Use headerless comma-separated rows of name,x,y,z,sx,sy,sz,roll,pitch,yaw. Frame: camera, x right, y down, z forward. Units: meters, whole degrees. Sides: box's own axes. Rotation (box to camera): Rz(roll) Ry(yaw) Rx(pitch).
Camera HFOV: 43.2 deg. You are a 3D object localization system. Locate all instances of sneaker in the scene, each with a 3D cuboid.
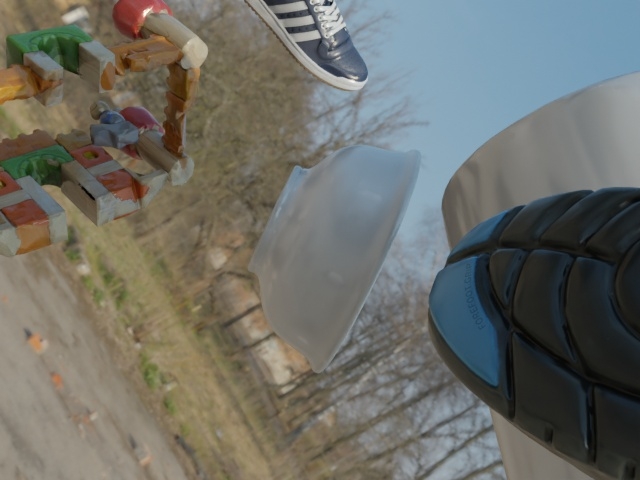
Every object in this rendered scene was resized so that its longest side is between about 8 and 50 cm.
sneaker,0.199,0.080,0.316,0.341,0.125,0.139,19,-23,33
sneaker,-0.004,-0.369,1.245,0.282,0.099,0.153,45,-49,-4

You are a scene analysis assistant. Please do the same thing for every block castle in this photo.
block castle,-0.404,-0.183,1.183,0.213,0.453,0.303,38,-45,29

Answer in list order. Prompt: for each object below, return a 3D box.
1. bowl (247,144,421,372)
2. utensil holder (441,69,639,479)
bowl,0.000,0.000,0.987,0.134,0.298,0.298,24,-8,-2
utensil holder,0.288,0.103,0.638,0.327,0.328,0.385,78,1,-66
